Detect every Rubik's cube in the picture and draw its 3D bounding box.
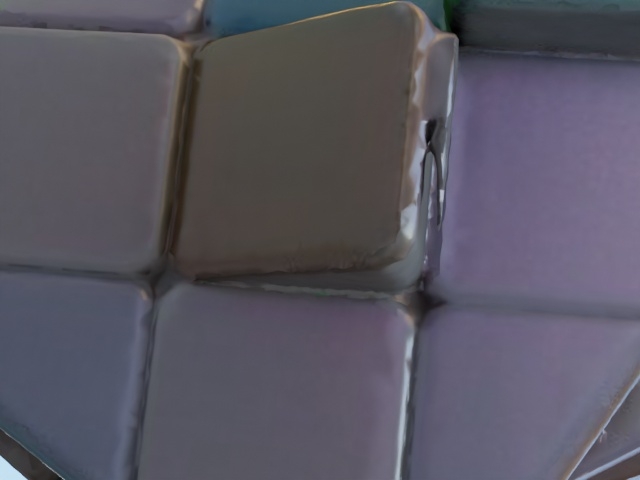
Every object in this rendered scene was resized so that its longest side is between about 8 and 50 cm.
[{"bbox_3d":[0.000,0.000,0.612,0.387,0.368,0.358,4,-14,9],"label":"Rubik's cube"}]
